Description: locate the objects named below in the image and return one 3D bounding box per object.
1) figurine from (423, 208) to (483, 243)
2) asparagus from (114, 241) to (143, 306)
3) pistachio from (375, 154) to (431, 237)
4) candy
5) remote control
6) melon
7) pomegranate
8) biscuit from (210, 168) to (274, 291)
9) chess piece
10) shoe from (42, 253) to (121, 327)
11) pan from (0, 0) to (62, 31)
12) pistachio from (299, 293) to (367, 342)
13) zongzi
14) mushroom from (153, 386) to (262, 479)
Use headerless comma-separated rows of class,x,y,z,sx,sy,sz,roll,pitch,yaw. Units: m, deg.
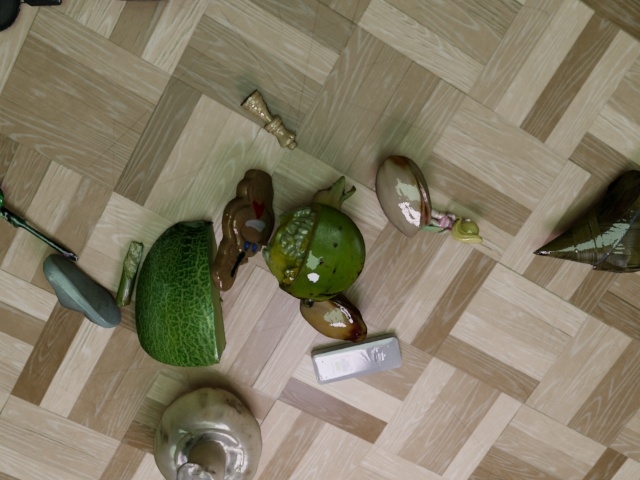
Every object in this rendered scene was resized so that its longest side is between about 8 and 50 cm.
figurine,0.345,-0.038,1.610,0.188,0.083,0.083,24,103,-1
asparagus,-0.505,0.090,1.592,0.041,0.045,0.178,23,102,30
pistachio,0.214,-0.116,1.537,0.144,0.144,0.215,-26,106,3
candy,-0.758,-0.041,1.526,0.323,0.097,0.097,40,100,-21
remote control,0.104,0.339,1.718,0.250,0.034,0.103,-14,107,-1
melon,-0.351,0.127,1.557,0.226,0.331,0.343,-16,103,-38
pomegranate,0.000,0.000,1.512,0.261,0.260,0.340,25,78,-11
biscuit,-0.187,-0.023,1.502,0.319,0.047,0.183,-63,144,-25
chess piece,-0.121,-0.295,1.505,0.060,0.060,0.172,-42,107,8
shoe,-0.636,0.147,1.572,0.100,0.103,0.251,-36,105,14
pan,-0.714,-0.554,1.395,0.235,0.028,0.136,-1,107,-1
pistachio,0.038,0.201,1.627,0.210,0.165,0.130,39,61,-2
zongzi,0.734,-0.058,1.600,0.300,0.138,0.285,7,103,-4
mushroom,-0.308,0.571,1.602,0.315,0.336,0.314,0,99,0
